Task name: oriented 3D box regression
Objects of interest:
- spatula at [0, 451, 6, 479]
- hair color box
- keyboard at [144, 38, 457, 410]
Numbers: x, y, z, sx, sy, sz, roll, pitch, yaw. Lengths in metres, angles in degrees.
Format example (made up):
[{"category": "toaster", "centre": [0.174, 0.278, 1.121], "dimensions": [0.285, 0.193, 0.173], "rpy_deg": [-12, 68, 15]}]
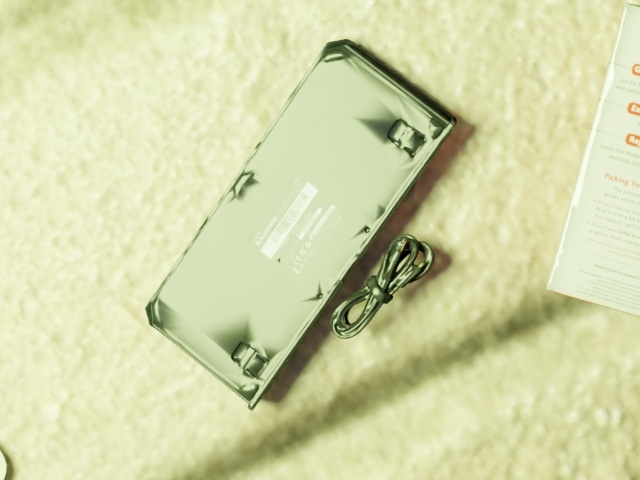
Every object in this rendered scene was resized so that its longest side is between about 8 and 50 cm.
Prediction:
[{"category": "spatula", "centre": [-0.301, 0.108, 1.082], "dimensions": [0.242, 0.019, 0.168], "rpy_deg": [38, 107, 9]}, {"category": "hair color box", "centre": [0.160, -0.036, 0.944], "dimensions": [0.072, 0.043, 0.141], "rpy_deg": [17, 100, 11]}, {"category": "keyboard", "centre": [0.000, 0.000, 0.997], "dimensions": [0.108, 0.023, 0.180], "rpy_deg": [38, 103, 14]}]
